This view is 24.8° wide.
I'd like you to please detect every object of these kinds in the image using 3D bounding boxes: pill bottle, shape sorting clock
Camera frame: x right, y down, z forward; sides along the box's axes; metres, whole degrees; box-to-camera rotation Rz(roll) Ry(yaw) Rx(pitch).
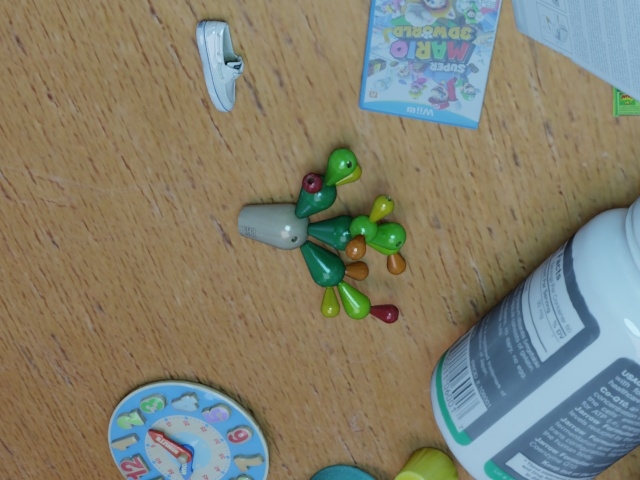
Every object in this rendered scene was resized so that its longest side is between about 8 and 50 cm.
[{"bbox_3d":[0.288,0.097,1.443,0.204,0.204,0.361,32,131,-14],"label":"pill bottle"},{"bbox_3d":[-0.164,0.259,1.792,0.206,0.040,0.206,8,124,13],"label":"shape sorting clock"}]

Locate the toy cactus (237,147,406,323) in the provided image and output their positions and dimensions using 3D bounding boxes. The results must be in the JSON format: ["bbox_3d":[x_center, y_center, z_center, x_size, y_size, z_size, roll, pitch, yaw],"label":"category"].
[{"bbox_3d":[0.000,0.000,1.512,0.180,0.112,0.219,8,141,20],"label":"toy cactus"}]

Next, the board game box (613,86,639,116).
[{"bbox_3d":[0.355,-0.162,1.309,0.181,0.043,0.092,0,130,13],"label":"board game box"}]

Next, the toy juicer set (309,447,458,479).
[{"bbox_3d":[0.042,0.380,1.805,0.329,0.089,0.209,-16,95,32],"label":"toy juicer set"}]

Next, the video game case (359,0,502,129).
[{"bbox_3d":[0.103,-0.183,1.372,0.119,0.015,0.166,10,132,5],"label":"video game case"}]

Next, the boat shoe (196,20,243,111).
[{"bbox_3d":[-0.093,-0.170,1.421,0.035,0.035,0.100,0,124,18],"label":"boat shoe"}]

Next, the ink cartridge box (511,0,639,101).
[{"bbox_3d":[0.239,-0.224,1.213,0.066,0.232,0.189,-26,128,-13],"label":"ink cartridge box"}]
